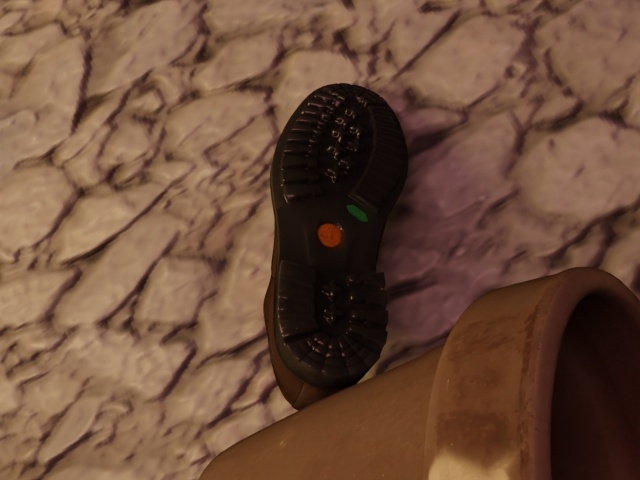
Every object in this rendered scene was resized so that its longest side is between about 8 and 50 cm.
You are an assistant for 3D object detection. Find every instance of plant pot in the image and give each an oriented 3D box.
[{"bbox_3d":[0.057,0.162,0.609,0.229,0.263,0.263,-13,70,29],"label":"plant pot"}]

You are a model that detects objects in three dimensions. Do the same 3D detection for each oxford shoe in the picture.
[{"bbox_3d":[0.000,0.000,0.743,0.082,0.096,0.227,14,55,-5],"label":"oxford shoe"}]
